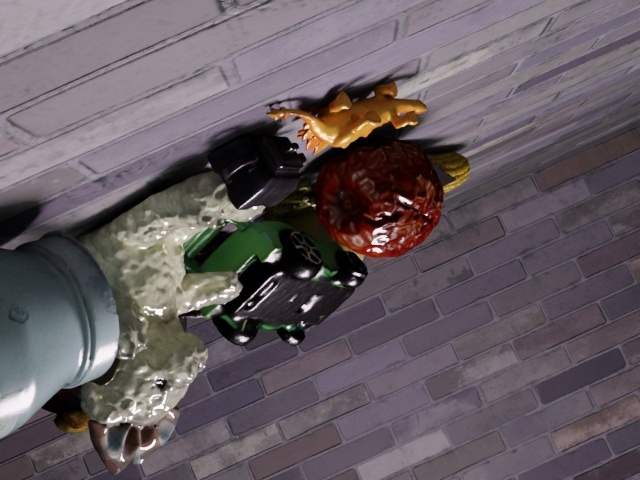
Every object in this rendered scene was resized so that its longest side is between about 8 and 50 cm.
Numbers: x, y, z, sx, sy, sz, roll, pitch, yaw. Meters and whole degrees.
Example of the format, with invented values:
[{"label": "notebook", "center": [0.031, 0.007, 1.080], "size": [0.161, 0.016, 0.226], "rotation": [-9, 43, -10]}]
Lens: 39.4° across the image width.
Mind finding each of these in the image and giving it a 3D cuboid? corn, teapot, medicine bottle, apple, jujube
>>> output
[{"label": "corn", "center": [0.269, -0.155, 2.041], "size": [0.101, 0.101, 0.292], "rotation": [-28, 175, 28]}, {"label": "teapot", "center": [-0.071, -0.103, 1.205], "size": [0.096, 0.087, 0.177], "rotation": [-32, 171, 23]}, {"label": "medicine bottle", "center": [-0.407, 0.114, 1.038], "size": [0.290, 0.245, 0.245], "rotation": [-20, 172, -46]}, {"label": "apple", "center": [0.000, 0.000, 1.798], "size": [0.200, 0.200, 0.200], "rotation": [-24, 174, -3]}, {"label": "jujube", "center": [0.111, -0.078, 1.585], "size": [0.213, 0.212, 0.232], "rotation": [-29, 173, 35]}]

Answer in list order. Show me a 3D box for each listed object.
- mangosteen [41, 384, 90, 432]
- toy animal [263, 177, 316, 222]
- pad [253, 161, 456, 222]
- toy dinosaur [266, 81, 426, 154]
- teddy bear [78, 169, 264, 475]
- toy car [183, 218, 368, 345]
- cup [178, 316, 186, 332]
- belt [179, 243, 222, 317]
[{"label": "mangosteen", "center": [-0.467, 0.268, 1.800], "size": [0.275, 0.302, 0.275], "rotation": [-23, 172, -3]}, {"label": "toy animal", "center": [-0.063, -0.063, 1.653], "size": [0.136, 0.073, 0.181], "rotation": [-18, 179, 12]}, {"label": "pad", "center": [0.073, -0.085, 1.872], "size": [0.368, 0.007, 0.248], "rotation": [-27, 152, 25]}, {"label": "toy dinosaur", "center": [0.028, -0.159, 1.208], "size": [0.288, 0.070, 0.117], "rotation": [-14, 169, -36]}, {"label": "teddy bear", "center": [-0.203, 0.125, 1.322], "size": [0.376, 0.362, 0.327], "rotation": [-21, 177, 22]}, {"label": "toy car", "center": [-0.084, 0.058, 1.591], "size": [0.213, 0.176, 0.359], "rotation": [-46, 151, 21]}, {"label": "cup", "center": [-0.364, 0.158, 2.012], "size": [0.223, 0.169, 0.176], "rotation": [-38, 171, -19]}, {"label": "belt", "center": [-0.226, 0.100, 1.882], "size": [0.184, 0.164, 0.289], "rotation": [-18, 171, 13]}]
